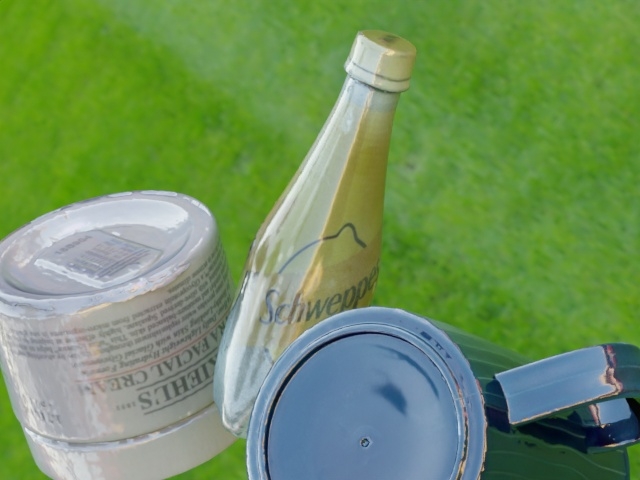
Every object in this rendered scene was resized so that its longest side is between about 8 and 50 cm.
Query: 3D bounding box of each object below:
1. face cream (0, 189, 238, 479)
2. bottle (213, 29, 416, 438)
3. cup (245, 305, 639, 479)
[{"bbox_3d":[-0.142,0.066,1.231,0.177,0.153,0.177,-11,27,6],"label":"face cream"},{"bbox_3d":[0.000,0.000,1.055,0.083,0.083,0.269,-117,39,-58],"label":"bottle"},{"bbox_3d":[0.059,0.079,0.709,0.150,0.138,0.113,-51,58,8],"label":"cup"}]
